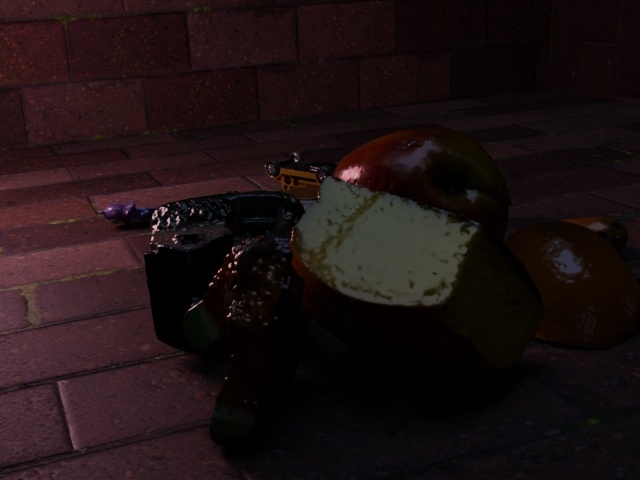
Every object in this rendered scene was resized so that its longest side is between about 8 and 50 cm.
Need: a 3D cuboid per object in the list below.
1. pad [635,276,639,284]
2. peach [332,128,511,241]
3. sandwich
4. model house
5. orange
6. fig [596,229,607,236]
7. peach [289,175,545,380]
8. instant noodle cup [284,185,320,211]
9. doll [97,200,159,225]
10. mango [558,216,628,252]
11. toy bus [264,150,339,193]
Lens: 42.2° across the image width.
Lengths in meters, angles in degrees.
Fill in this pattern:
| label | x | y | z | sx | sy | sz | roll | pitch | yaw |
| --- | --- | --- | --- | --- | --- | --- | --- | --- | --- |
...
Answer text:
| label | x | y | z | sx | sy | sz | roll | pitch | yaw |
| --- | --- | --- | --- | --- | --- | --- | --- | --- | --- |
| pad | 0.630 | 0.109 | 1.477 | 0.127 | 0.004 | 0.190 | 23 | 14 | -11 |
| peach | 0.188 | -0.064 | 1.647 | 0.373 | 0.289 | 0.372 | -2 | -18 | -1 |
| sandwich | -0.111 | 0.122 | 1.160 | 0.162 | 0.301 | 0.250 | 14 | 35 | 5 |
| model house | -0.147 | 0.067 | 1.442 | 0.298 | 0.243 | 0.284 | -5 | 20 | -5 |
| orange | 0.439 | 0.087 | 1.533 | 0.274 | 0.274 | 0.310 | -5 | -13 | -7 |
| fig | 0.564 | 0.025 | 1.691 | 0.082 | 0.098 | 0.084 | -5 | 6 | -1 |
| peach | 0.144 | 0.085 | 1.281 | 0.380 | 0.306 | 0.242 | 17 | 68 | 20 |
| instant noodle cup | -0.032 | -0.081 | 2.130 | 0.274 | 0.090 | 0.274 | -2 | 18 | 1 |
| doll | -0.492 | -0.071 | 2.217 | 0.206 | 0.067 | 0.110 | 0 | 0 | -29 |
| mango | 0.578 | -0.009 | 1.812 | 0.178 | 0.090 | 0.115 | 8 | 10 | 40 |
| toy bus | -0.004 | -0.169 | 2.344 | 0.335 | 0.123 | 0.121 | 12 | 25 | 40 |
